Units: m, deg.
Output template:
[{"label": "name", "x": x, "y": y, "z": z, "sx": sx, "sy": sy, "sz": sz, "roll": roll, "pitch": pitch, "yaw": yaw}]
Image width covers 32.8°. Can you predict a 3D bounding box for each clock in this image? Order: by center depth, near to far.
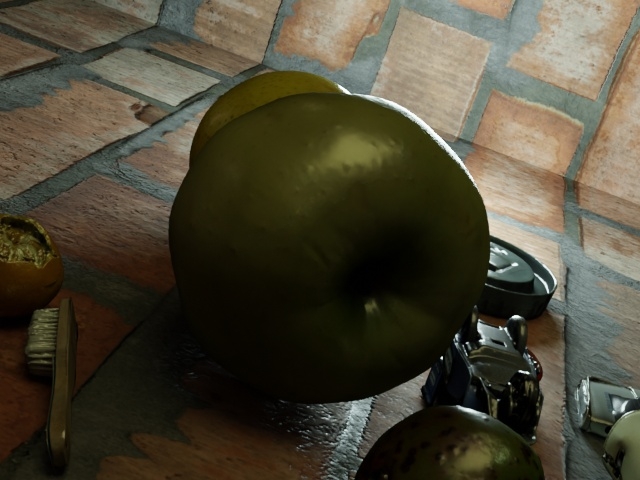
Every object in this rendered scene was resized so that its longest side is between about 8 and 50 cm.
[{"label": "clock", "x": 0.322, "y": 0.057, "z": 2.210, "sx": 0.318, "sy": 0.066, "sz": 0.319, "roll": 16, "pitch": 21, "yaw": -6}]

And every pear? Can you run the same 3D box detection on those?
[{"label": "pear", "x": -0.055, "y": -0.124, "z": 1.950, "sx": 0.362, "sy": 0.362, "sz": 0.418, "roll": 11, "pitch": 16, "yaw": -21}]

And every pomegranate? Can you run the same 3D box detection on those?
[{"label": "pomegranate", "x": 0.171, "y": 0.295, "z": 1.249, "sx": 0.286, "sy": 0.231, "sz": 0.231, "roll": -1, "pitch": 29, "yaw": -42}]

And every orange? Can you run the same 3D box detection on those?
[{"label": "orange", "x": -0.434, "y": 0.035, "z": 1.512, "sx": 0.154, "sy": 0.134, "sz": 0.155, "roll": 10, "pitch": 19, "yaw": -4}]

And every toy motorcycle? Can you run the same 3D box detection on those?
[{"label": "toy motorcycle", "x": 0.230, "y": 0.227, "z": 1.522, "sx": 0.125, "sy": 0.213, "sz": 0.358, "roll": 16, "pitch": 17, "yaw": -7}]

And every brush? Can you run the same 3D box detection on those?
[{"label": "brush", "x": -0.339, "y": 0.173, "z": 1.358, "sx": 0.065, "sy": 0.070, "sz": 0.327, "roll": -5, "pitch": 27, "yaw": -10}]

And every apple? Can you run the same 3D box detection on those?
[{"label": "apple", "x": 0.000, "y": 0.000, "z": 1.557, "sx": 0.473, "sy": 0.474, "sz": 0.473, "roll": 17, "pitch": 21, "yaw": -7}]

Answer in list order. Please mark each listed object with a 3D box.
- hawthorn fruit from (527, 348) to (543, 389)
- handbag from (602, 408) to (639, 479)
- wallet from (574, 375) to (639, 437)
[{"label": "hawthorn fruit", "x": 0.324, "y": 0.221, "z": 1.786, "sx": 0.093, "sy": 0.093, "sz": 0.093, "roll": 17, "pitch": 21, "yaw": -7}, {"label": "handbag", "x": 0.557, "y": 0.381, "z": 1.478, "sx": 0.236, "sy": 0.160, "sz": 0.358, "roll": 6, "pitch": 23, "yaw": -12}, {"label": "wallet", "x": 0.541, "y": 0.296, "z": 1.803, "sx": 0.231, "sy": 0.069, "sz": 0.170, "roll": 19, "pitch": 25, "yaw": 4}]
